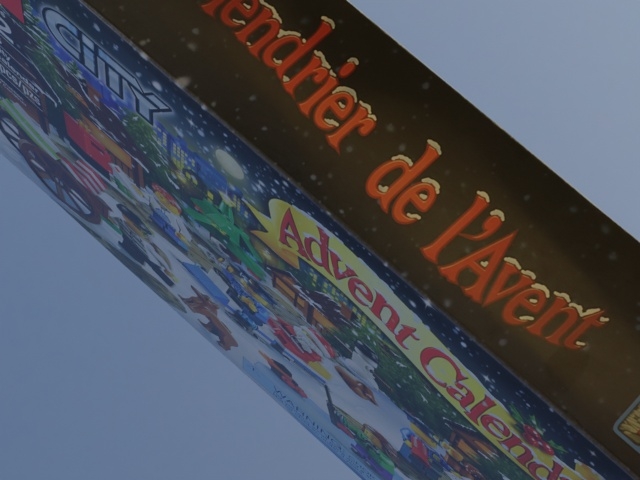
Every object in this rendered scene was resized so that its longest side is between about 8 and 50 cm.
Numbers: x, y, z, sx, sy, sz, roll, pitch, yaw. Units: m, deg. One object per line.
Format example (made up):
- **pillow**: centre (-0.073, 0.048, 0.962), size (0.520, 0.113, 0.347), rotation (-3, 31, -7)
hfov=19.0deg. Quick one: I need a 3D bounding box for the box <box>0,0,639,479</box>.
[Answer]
- **box**: centre (0.000, 0.000, 0.488), size (0.233, 0.159, 0.044), rotation (41, -108, 13)
